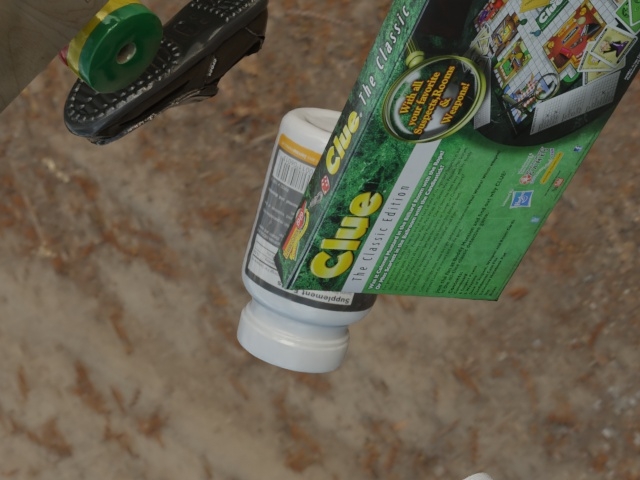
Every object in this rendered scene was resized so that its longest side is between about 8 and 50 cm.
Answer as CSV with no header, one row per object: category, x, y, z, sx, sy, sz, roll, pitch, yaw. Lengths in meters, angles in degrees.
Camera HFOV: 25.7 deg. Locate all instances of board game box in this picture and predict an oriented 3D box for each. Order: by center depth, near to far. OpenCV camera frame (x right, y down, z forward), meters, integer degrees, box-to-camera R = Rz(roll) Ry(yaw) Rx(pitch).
board game box,0.083,-0.071,0.687,0.259,0.136,0.030,-63,37,36

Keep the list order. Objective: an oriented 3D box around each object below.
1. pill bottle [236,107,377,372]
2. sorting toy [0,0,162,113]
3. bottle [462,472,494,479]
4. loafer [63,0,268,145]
pill bottle,0.000,0.000,1.610,0.162,0.162,0.278,27,111,33
sorting toy,-0.161,-0.102,0.549,0.046,0.132,0.274,41,176,21
bottle,0.186,0.290,1.010,0.283,0.118,0.092,48,143,31
loafer,-0.125,-0.144,1.235,0.080,0.220,0.078,36,155,41
